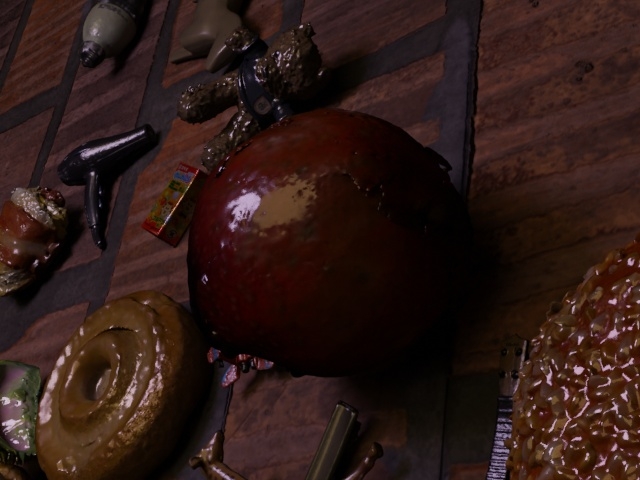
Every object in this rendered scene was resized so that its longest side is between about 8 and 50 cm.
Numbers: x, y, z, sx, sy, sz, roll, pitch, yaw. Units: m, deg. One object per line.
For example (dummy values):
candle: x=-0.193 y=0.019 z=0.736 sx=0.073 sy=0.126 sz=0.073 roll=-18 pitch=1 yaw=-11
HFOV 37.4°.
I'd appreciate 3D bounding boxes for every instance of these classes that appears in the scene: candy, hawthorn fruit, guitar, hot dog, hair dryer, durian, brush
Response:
candy: x=-0.219 y=-0.056 z=1.446 sx=0.062 sy=0.038 sz=0.122 roll=24 pitch=81 yaw=50
hawthorn fruit: x=0.001 y=0.009 z=0.989 sx=0.316 sy=0.316 sz=0.316 roll=-26 pitch=47 yaw=31
guitar: x=0.164 y=0.217 z=0.859 sx=0.084 sy=0.038 sz=0.271 roll=-6 pitch=61 yaw=42
hot dog: x=-0.515 y=0.003 z=1.662 sx=0.146 sy=0.103 sz=0.213 roll=42 pitch=105 yaw=30
hair dryer: x=-0.363 y=-0.083 z=1.611 sx=0.195 sy=0.075 sz=0.219 roll=-21 pitch=59 yaw=22
durian: x=-0.464 y=0.265 z=1.382 sx=0.095 sy=0.137 sz=0.221 roll=-68 pitch=29 yaw=18
brush: x=-0.003 y=0.264 z=1.008 sx=0.034 sy=0.027 sz=0.190 roll=21 pitch=86 yaw=38

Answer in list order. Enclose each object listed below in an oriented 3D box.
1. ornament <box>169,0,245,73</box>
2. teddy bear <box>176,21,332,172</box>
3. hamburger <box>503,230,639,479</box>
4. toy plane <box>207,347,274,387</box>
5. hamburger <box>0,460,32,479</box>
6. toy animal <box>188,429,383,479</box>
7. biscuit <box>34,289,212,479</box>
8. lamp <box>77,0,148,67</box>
ornament: x=-0.186 y=-0.378 z=1.628 sx=0.245 sy=0.061 sz=0.230 roll=-5 pitch=61 yaw=47
teddy bear: x=-0.090 y=-0.219 z=1.374 sx=0.251 sy=0.182 sz=0.129 roll=-29 pitch=9 yaw=29
hamburger: x=0.293 y=0.143 z=0.615 sx=0.330 sy=0.250 sz=0.330 roll=-26 pitch=46 yaw=30
toy plane: x=-0.091 y=0.090 z=1.196 sx=0.130 sy=0.061 sz=0.189 roll=-28 pitch=42 yaw=30
hamburger: x=-0.446 y=0.405 z=1.291 sx=0.131 sy=0.124 sz=0.262 roll=-25 pitch=49 yaw=6
toy animal: x=-0.032 y=0.276 z=0.975 sx=0.275 sy=0.054 sz=0.149 roll=-4 pitch=70 yaw=34
biscuit: x=-0.280 y=0.201 z=1.277 sx=0.296 sy=0.102 sz=0.296 roll=-27 pitch=43 yaw=30
lamp: x=-0.406 y=-0.436 z=1.871 sx=0.101 sy=0.101 sz=0.250 roll=-13 pitch=42 yaw=39
